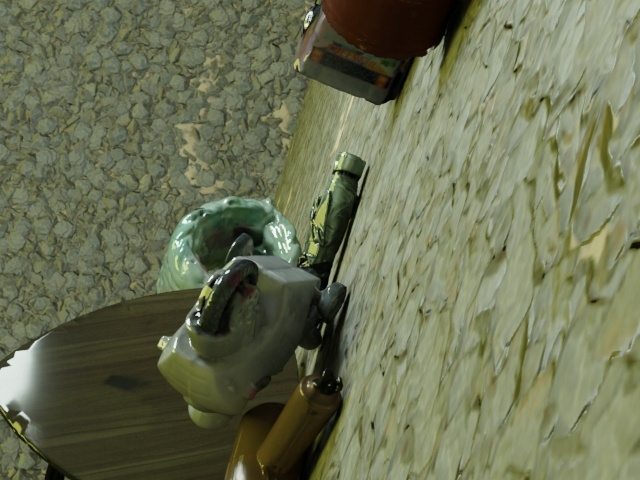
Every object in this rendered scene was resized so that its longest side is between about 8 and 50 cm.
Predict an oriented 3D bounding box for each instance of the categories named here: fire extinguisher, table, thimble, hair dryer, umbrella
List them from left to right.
[{"bbox_3d":[-0.156,0.253,1.209,0.317,0.317,0.249,-79,-5,-50],"label":"table"},{"bbox_3d":[-0.121,0.043,1.607,0.211,0.185,0.149,-58,-5,-43],"label":"thimble"},{"bbox_3d":[-0.022,0.155,0.928,0.117,0.064,0.181,-76,14,-48],"label":"hair dryer"},{"bbox_3d":[0.000,0.000,1.186,0.050,0.046,0.188,16,89,41],"label":"umbrella"},{"bbox_3d":[0.097,-0.263,0.798,0.337,0.106,0.147,113,147,-51],"label":"fire extinguisher"}]

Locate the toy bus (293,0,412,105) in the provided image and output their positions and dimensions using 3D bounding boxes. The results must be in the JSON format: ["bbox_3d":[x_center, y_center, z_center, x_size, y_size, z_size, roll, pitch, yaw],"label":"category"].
[{"bbox_3d":[0.057,-0.279,1.200,0.317,0.112,0.138,-80,13,-48],"label":"toy bus"}]

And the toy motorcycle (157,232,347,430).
[{"bbox_3d":[-0.070,0.090,1.023,0.171,0.110,0.260,-62,-14,4],"label":"toy motorcycle"}]
